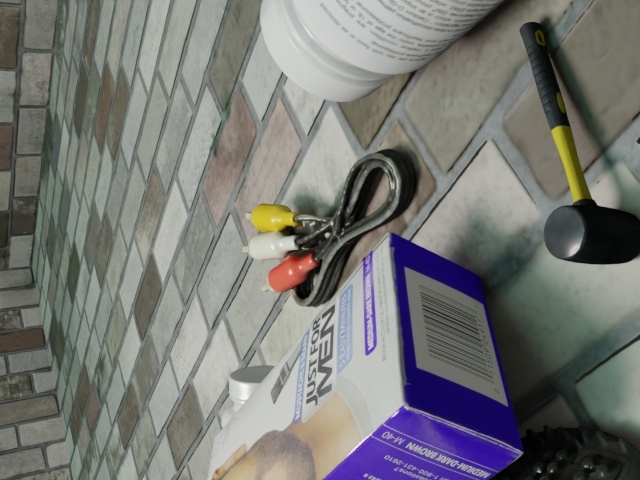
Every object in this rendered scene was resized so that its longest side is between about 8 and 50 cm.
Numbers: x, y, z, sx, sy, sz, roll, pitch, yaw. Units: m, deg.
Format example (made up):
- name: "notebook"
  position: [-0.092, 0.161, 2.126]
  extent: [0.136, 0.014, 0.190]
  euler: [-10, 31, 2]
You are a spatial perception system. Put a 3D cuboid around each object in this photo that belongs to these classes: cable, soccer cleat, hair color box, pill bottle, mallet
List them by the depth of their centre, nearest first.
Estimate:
- name: "mallet"
  position: [0.162, -0.071, 0.474]
  extent: [0.039, 0.062, 0.190]
  euler: [-40, 61, 53]
- name: "pill bottle"
  position: [0.070, -0.225, 0.508]
  extent: [0.283, 0.160, 0.161]
  euler: [-31, 68, 57]
- name: "soccer cleat"
  position: [0.143, 0.236, 0.542]
  extent: [0.116, 0.108, 0.318]
  euler: [53, 139, 4]
- name: "hair color box"
  position: [0.010, 0.177, 0.599]
  extent: [0.339, 0.110, 0.185]
  euler: [-54, 20, 33]
- name: "cable"
  position: [0.000, 0.000, 0.753]
  extent: [0.287, 0.072, 0.140]
  euler: [-24, 80, 58]
- name: "pill bottle"
  position: [-0.074, 0.260, 0.885]
  extent: [0.108, 0.107, 0.180]
  euler: [8, 101, 59]

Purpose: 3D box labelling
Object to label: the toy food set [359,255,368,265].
- name: "toy food set"
  position: [0.069, 0.053, 0.698]
  extent: [0.122, 0.019, 0.078]
  euler: [-129, 44, -54]
